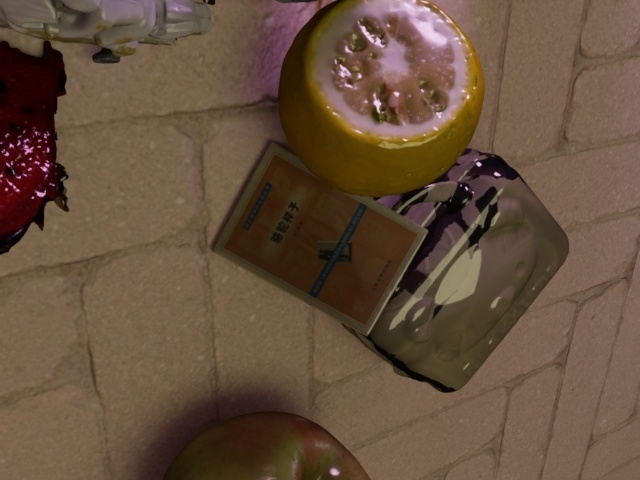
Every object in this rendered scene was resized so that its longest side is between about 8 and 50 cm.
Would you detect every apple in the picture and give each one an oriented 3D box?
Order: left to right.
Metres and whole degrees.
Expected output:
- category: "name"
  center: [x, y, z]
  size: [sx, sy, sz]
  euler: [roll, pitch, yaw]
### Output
- category: "apple"
  center: [-0.086, 0.412, 0.997]
  size: [0.319, 0.319, 0.277]
  euler: [23, 122, -40]

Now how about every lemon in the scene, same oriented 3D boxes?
- category: "lemon"
  center: [0.065, -0.164, 0.845]
  size: [0.240, 0.219, 0.240]
  euler: [1, 77, -6]

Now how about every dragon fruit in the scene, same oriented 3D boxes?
- category: "dragon fruit"
  center: [-0.400, -0.078, 0.615]
  size: [0.343, 0.282, 0.100]
  euler: [9, 150, -38]

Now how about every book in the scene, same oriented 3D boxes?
- category: "book"
  center: [0.000, 0.000, 0.932]
  size: [0.241, 0.018, 0.170]
  euler: [29, 97, -4]

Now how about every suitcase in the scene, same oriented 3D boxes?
- category: "suitcase"
  center: [0.187, 0.039, 1.059]
  size: [0.351, 0.194, 0.339]
  euler: [-51, 129, -1]

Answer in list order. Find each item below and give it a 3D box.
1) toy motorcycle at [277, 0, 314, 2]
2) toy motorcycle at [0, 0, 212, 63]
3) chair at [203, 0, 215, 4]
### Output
- category: "toy motorcycle"
  center: [0.007, -0.315, 0.703]
  size: [0.206, 0.260, 0.154]
  euler: [-28, 106, 8]
- category: "toy motorcycle"
  center: [-0.220, -0.222, 0.671]
  size: [0.228, 0.151, 0.074]
  euler: [0, 93, -26]
- category: "chair"
  center: [-0.146, -0.367, 0.639]
  size: [0.172, 0.159, 0.247]
  euler: [5, 112, -39]
